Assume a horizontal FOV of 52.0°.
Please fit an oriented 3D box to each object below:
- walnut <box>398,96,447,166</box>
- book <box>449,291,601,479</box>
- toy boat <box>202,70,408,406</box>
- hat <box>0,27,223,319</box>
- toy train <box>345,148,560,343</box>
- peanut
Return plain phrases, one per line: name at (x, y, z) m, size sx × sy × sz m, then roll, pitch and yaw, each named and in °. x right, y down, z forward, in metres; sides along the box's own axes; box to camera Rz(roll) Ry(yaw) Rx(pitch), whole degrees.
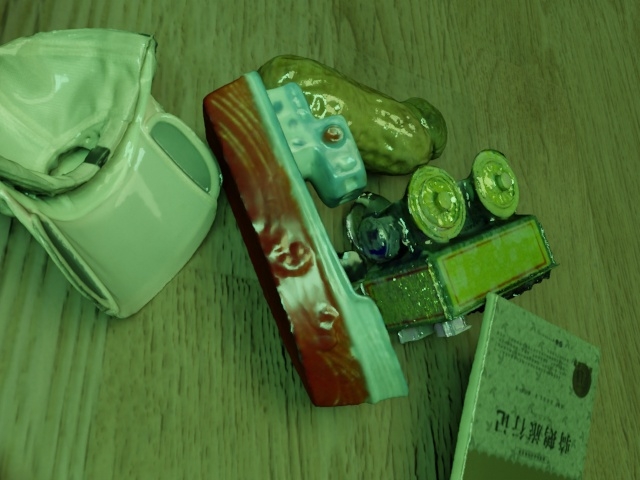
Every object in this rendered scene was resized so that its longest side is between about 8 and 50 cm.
walnut at (0.120, -0.139, 0.844) m, size 0.092 × 0.092 × 0.092 m, roll 15°, pitch 61°, yaw -28°
book at (0.214, 0.235, 0.690) m, size 0.217 × 0.021 × 0.310 m, roll 26°, pitch 71°, yaw -35°
toy boat at (0.000, 0.000, 0.634) m, size 0.133 × 0.145 × 0.332 m, roll -19°, pitch 80°, yaw -12°
hat at (-0.209, -0.056, 0.582) m, size 0.219 × 0.164 × 0.226 m, roll -51°, pitch 140°, yaw -43°
toy train at (0.150, 0.001, 0.766) m, size 0.261 × 0.134 × 0.177 m, roll -19°, pitch 88°, yaw -38°
peanut at (0.026, -0.136, 0.752) m, size 0.226 × 0.095 × 0.108 m, roll 21°, pitch 28°, yaw -17°
